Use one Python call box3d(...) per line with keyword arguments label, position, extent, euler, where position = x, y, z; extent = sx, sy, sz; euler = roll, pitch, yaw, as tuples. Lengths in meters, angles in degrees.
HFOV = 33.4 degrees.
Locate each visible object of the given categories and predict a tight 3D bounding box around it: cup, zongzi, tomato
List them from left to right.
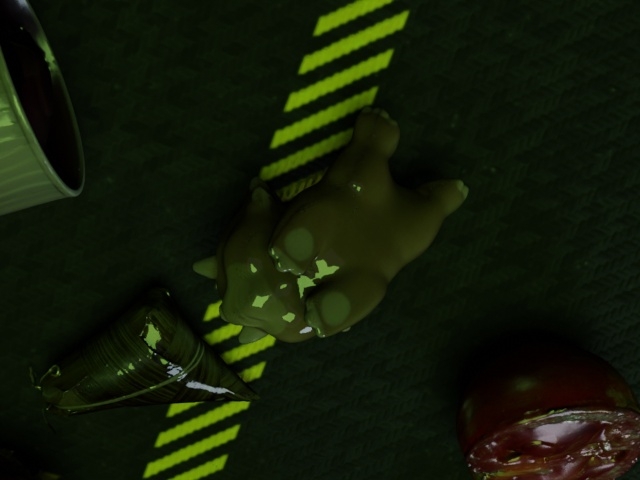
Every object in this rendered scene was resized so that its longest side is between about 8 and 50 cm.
box3d(label="cup", position=(-0.381, -0.138, 0.955), extent=(0.273, 0.208, 0.288), euler=(-19, 112, 2))
box3d(label="zongzi", position=(-0.191, 0.165, 1.159), extent=(0.187, 0.084, 0.184), euler=(-34, 120, 13))
box3d(label="tomato", position=(0.248, 0.189, 1.181), extent=(0.201, 0.139, 0.233), euler=(-12, 145, 5))

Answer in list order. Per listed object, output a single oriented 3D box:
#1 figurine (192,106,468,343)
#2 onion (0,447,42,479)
box3d(label="figurine", position=(-0.005, 0.000, 1.078), extent=(0.177, 0.173, 0.247), euler=(40, 70, -21))
box3d(label="onion", position=(-0.371, 0.299, 1.145), extent=(0.230, 0.163, 0.230), euler=(1, 152, 1))
